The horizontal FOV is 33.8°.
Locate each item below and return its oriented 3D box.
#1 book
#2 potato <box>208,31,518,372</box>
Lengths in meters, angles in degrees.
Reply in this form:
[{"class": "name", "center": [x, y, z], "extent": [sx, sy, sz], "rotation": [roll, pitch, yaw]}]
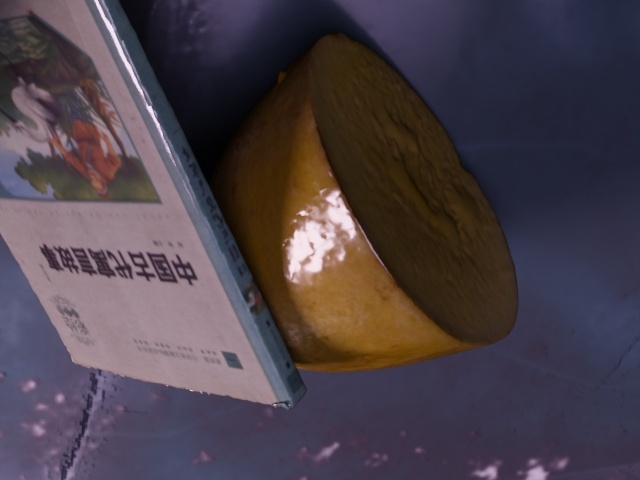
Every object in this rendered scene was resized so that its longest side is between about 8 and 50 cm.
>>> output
[{"class": "book", "center": [-0.133, -0.033, 0.584], "extent": [0.214, 0.025, 0.283], "rotation": [4, 126, 44]}, {"class": "potato", "center": [0.000, 0.000, 0.623], "extent": [0.158, 0.178, 0.203], "rotation": [-25, 141, 25]}]
